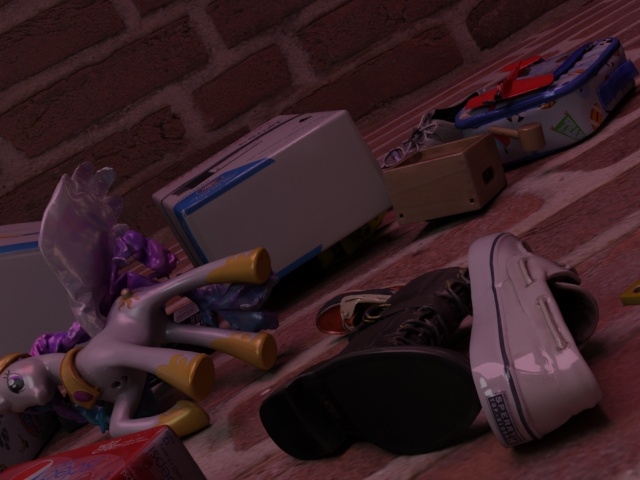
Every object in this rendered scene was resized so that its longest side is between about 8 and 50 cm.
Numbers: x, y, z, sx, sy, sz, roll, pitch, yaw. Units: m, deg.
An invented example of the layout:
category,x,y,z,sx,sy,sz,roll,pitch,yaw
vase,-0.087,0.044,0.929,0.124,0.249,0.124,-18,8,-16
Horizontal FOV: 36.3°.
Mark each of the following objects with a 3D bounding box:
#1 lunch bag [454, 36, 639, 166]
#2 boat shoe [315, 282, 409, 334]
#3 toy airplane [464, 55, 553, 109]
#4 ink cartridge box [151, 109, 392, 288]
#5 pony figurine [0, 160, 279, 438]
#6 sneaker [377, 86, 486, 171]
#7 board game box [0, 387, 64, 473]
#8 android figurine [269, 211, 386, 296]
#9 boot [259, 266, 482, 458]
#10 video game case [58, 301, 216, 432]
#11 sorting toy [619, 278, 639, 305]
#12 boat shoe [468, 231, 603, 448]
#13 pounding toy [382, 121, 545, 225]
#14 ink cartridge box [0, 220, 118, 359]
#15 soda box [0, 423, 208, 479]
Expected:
category,x,y,z,sx,sy,sz,roll,pitch,yaw
lunch bag,0.367,-0.225,1.552,0.243,0.115,0.303,-18,15,38
boat shoe,0.048,0.081,1.082,0.137,0.049,0.043,-17,17,33
toy airplane,0.287,-0.238,1.459,0.151,0.028,0.151,-25,18,9
ink cartridge box,-0.092,-0.067,1.557,0.285,0.166,0.395,-33,13,-11
pony figurine,-0.230,0.099,1.184,0.363,0.303,0.351,-6,36,26
sneaker,0.182,-0.174,1.697,0.281,0.115,0.105,-30,38,-5
board game box,-0.502,0.301,1.356,0.224,0.097,0.303,-27,9,7
android figurine,0.000,0.000,1.601,0.248,0.056,0.273,-23,13,32
boot,0.081,0.083,0.843,0.263,0.091,0.229,-21,13,49
video game case,-0.272,0.181,1.500,0.248,0.035,0.275,-29,11,-4
sorting toy,0.340,0.005,0.642,0.274,0.046,0.132,-21,13,37
boat shoe,0.166,0.056,0.744,0.088,0.096,0.267,-22,13,17
pounding toy,0.225,-0.099,1.387,0.206,0.094,0.181,-12,13,31
ink cartridge box,-0.424,0.086,1.448,0.197,0.198,0.270,-9,12,-26
soda box,-0.227,0.247,0.897,0.263,0.083,0.092,-22,12,36
